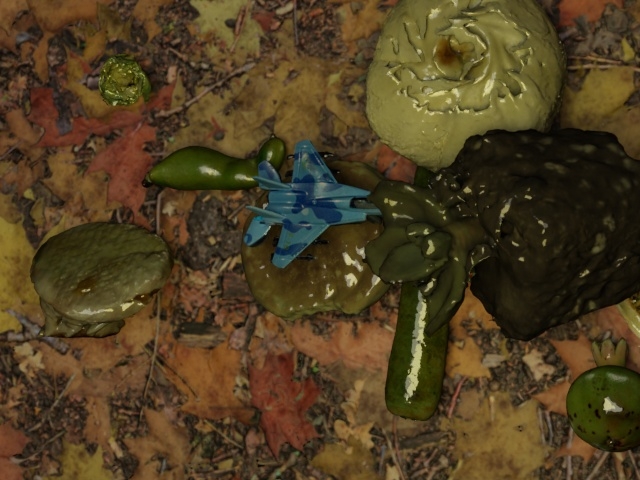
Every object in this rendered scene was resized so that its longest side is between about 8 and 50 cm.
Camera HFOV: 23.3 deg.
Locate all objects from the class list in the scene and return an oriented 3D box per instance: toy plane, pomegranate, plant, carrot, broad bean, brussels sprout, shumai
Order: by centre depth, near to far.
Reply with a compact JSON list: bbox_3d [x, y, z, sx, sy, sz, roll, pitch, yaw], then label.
[{"bbox_3d":[0.210,-0.010,1.780,0.215,0.312,0.213,-120,33,-45],"label":"plant"},{"bbox_3d":[0.352,0.184,1.865,0.114,0.114,0.142,-6,57,18],"label":"pomegranate"},{"bbox_3d":[0.018,-0.042,1.926,0.246,0.078,0.169,5,76,23],"label":"toy plane"},{"bbox_3d":[0.134,0.048,1.959,0.074,0.074,0.358,5,86,18],"label":"carrot"},{"bbox_3d":[-0.145,-0.095,2.064,0.214,0.048,0.070,-9,88,18],"label":"broad bean"},{"bbox_3d":[-0.288,0.070,2.067,0.201,0.201,0.120,8,131,18],"label":"shumai"},{"bbox_3d":[-0.269,-0.218,2.110,0.085,0.058,0.085,3,119,6],"label":"brussels sprout"}]

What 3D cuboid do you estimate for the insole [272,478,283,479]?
[{"bbox_3d":[-0.039,0.407,2.025,0.065,0.006,0.193,-18,82,16],"label":"insole"}]

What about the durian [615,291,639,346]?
[{"bbox_3d":[0.392,0.056,1.865,0.224,0.078,0.140,40,100,18],"label":"durian"}]

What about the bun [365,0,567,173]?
[{"bbox_3d":[0.180,-0.209,1.892,0.259,0.152,0.259,-1,78,6],"label":"bun"}]

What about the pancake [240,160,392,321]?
[{"bbox_3d":[-0.001,0.000,1.991,0.236,0.042,0.222,15,88,33],"label":"pancake"}]
